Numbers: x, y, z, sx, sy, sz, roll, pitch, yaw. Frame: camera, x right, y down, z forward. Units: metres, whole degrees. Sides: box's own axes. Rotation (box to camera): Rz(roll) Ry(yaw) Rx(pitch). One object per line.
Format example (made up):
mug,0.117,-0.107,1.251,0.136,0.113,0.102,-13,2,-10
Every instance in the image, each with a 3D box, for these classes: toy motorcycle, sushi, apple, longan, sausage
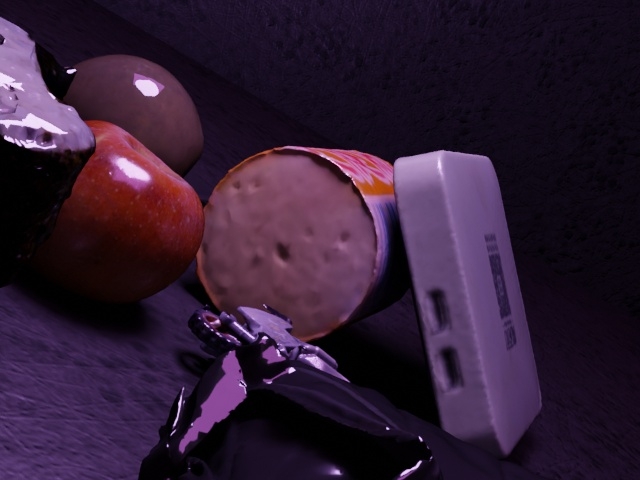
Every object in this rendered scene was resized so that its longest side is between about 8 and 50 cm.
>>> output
toy motorcycle,-0.041,0.125,1.249,0.215,0.080,0.122,25,13,-48
sushi,-0.343,-0.099,1.051,0.348,0.207,0.234,38,23,31
apple,-0.221,-0.023,1.212,0.201,0.162,0.201,39,3,-2
longan,-0.250,-0.140,1.524,0.212,0.198,0.198,45,3,-35
sausage,0.000,0.000,1.489,0.233,0.233,0.287,35,14,12

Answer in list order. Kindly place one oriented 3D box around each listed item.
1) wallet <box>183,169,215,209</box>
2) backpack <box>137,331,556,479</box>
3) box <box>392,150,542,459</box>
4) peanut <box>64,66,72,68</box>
wallet,-0.229,-0.087,1.743,0.124,0.025,0.244,39,15,29
backpack,0.050,0.232,0.661,0.363,0.255,0.446,25,15,-3
box,0.188,0.076,1.513,0.090,0.373,0.367,-11,-2,19
peanut,-0.355,-0.192,1.680,0.090,0.099,0.214,2,18,-13
